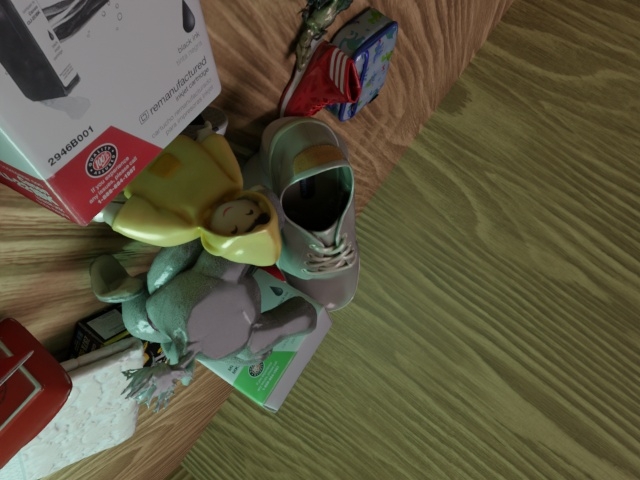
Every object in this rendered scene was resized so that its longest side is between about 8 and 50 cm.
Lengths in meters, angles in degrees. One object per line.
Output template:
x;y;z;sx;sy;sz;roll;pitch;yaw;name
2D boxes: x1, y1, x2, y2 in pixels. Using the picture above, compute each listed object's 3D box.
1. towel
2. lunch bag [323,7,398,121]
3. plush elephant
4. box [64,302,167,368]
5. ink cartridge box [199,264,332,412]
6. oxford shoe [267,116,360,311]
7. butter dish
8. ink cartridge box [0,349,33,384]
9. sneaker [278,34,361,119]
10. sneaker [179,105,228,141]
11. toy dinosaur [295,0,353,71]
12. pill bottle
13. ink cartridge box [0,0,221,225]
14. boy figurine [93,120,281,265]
-0.476;0.335;0.806;0.317;0.053;0.332;-19;145;-40;towel
0.082;-0.386;1.020;0.176;0.090;0.219;-44;165;-26;lunch bag
-0.207;0.095;0.729;0.330;0.255;0.272;-41;125;-29;plush elephant
-0.422;0.248;0.973;0.322;0.079;0.257;-58;169;27;box
-0.156;0.163;0.894;0.211;0.289;0.121;-57;158;-17;ink cartridge box
0.000;0.000;0.821;0.169;0.130;0.449;-19;135;-11;oxford shoe
-0.421;0.217;0.632;0.160;0.160;0.118;-50;163;-13;butter dish
-0.441;0.202;0.385;0.296;0.066;0.261;-20;-151;24;ink cartridge box
-0.001;-0.277;0.903;0.087;0.128;0.221;-43;166;-40;sneaker
-0.228;-0.091;0.667;0.226;0.086;0.163;-42;162;-49;sneaker
0.030;-0.408;0.753;0.268;0.064;0.118;-46;-173;14;toy dinosaur
-0.080;-0.057;1.007;0.229;0.229;0.408;-43;165;-40;pill bottle
-0.194;-0.174;0.313;0.197;0.114;0.273;-56;161;-27;ink cartridge box
-0.164;-0.064;0.503;0.177;0.285;0.092;-42;166;-30;boy figurine
